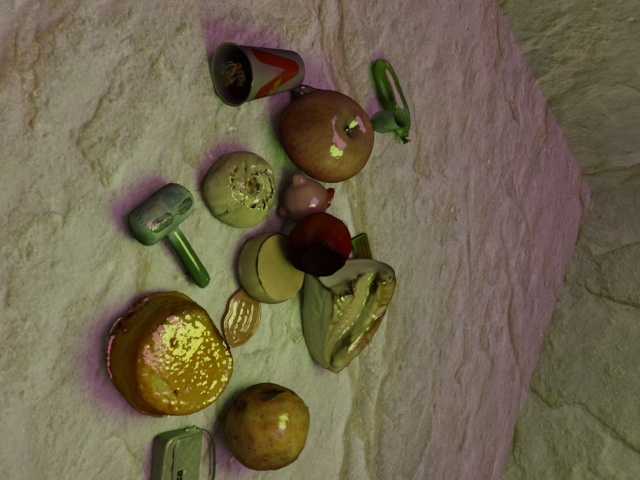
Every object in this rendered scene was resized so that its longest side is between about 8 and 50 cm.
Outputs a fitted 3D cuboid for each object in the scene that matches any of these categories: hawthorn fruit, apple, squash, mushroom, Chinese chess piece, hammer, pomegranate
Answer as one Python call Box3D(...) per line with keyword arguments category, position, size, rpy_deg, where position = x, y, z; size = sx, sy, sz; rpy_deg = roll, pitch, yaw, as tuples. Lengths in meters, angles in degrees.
Box3D(category="hawthorn fruit", position=(0.000, 0.000, 1.842), size=(0.215, 0.215, 0.250), rpy_deg=(47, 50, -32))
Box3D(category="apple", position=(0.034, -0.370, 1.925), size=(0.344, 0.269, 0.345), rpy_deg=(32, 45, -39))
Box3D(category="squash", position=(0.312, -0.588, 2.324), size=(0.101, 0.101, 0.379), rpy_deg=(-36, 114, -36))
Box3D(category="mushroom", position=(0.099, 0.276, 2.020), size=(0.313, 0.224, 0.397), rpy_deg=(-14, 121, -37))
Box3D(category="Chinese chess piece", position=(-0.163, 0.093, 1.871), size=(0.249, 0.103, 0.250), rpy_deg=(9, 77, -46))
Box3D(category="hammer", position=(-0.426, 0.008, 1.654), size=(0.206, 0.118, 0.336), rpy_deg=(-45, 125, -32))
Box3D(category="pomegranate", position=(-0.171, 0.602, 1.767), size=(0.281, 0.281, 0.281), rpy_deg=(0, 90, -42))

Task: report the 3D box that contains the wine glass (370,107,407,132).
Box3D(category="wine glass", position=(0.247, -0.475, 2.193), size=(0.093, 0.202, 0.093), rpy_deg=(-1, 92, -43))

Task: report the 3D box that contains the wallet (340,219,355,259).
Box3D(category="wallet", position=(0.044, 0.057, 2.072), size=(0.176, 0.075, 0.251), rpy_deg=(-19, 104, -18))

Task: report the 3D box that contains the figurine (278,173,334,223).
Box3D(category="figurine", position=(-0.055, -0.138, 1.948), size=(0.173, 0.173, 0.173), rpy_deg=(0, 90, -42))

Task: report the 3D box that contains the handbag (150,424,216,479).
Box3D(category="handbag", position=(-0.409, 0.702, 1.682), size=(0.219, 0.079, 0.256), rpy_deg=(7, 87, -46))

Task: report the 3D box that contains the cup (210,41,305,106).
Box3D(category="cup", position=(-0.192, -0.558, 1.819), size=(0.288, 0.203, 0.203), rpy_deg=(-25, 106, -47))

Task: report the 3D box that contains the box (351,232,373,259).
Box3D(category="box", position=(0.129, 0.057, 2.199), size=(0.193, 0.030, 0.121), rpy_deg=(-25, 106, -39))

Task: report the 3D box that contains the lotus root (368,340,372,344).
Box3D(category="lotus root", position=(0.197, 0.352, 2.239), size=(0.072, 0.063, 0.152), rpy_deg=(9, 80, -52))

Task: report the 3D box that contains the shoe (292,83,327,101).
Box3D(category="shoe", position=(-0.027, -0.528, 2.040), size=(0.194, 0.074, 0.077), rpy_deg=(3, 99, -40))

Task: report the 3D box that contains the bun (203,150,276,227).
Box3D(category="bun", position=(-0.242, -0.167, 1.785), size=(0.259, 0.152, 0.260), rpy_deg=(3, 85, -42))

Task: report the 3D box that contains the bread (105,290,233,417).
Box3D(category="bread", position=(-0.422, 0.329, 1.583), size=(0.337, 0.204, 0.358), rpy_deg=(-46, 116, -36))

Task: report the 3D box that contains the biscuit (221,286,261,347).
Box3D(category="biscuit", position=(-0.262, 0.257, 1.845), size=(0.142, 0.029, 0.221), rpy_deg=(31, 69, -38))
